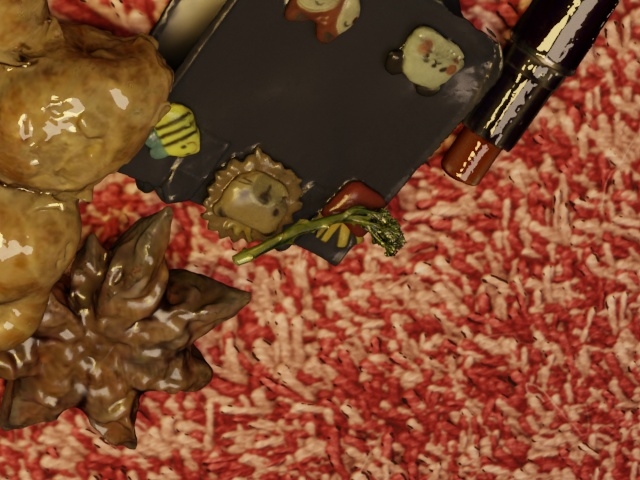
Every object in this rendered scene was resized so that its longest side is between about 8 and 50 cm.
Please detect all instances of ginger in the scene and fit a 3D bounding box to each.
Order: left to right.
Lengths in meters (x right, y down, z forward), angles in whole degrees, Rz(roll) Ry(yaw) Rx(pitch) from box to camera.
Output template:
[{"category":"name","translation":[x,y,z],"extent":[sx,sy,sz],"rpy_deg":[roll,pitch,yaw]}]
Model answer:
[{"category":"ginger","translation":[-0.281,-0.076,1.477],"extent":[0.256,0.176,0.375],"rpy_deg":[13,107,-16]}]

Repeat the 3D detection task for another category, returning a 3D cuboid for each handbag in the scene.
[{"category":"handbag","translation":[-0.020,-0.141,1.610],"extent":[0.303,0.122,0.329],"rpy_deg":[25,109,-36]}]

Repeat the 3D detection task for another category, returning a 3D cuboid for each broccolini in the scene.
[{"category":"broccolini","translation":[0.001,-0.007,1.629],"extent":[0.194,0.054,0.052],"rpy_deg":[-5,104,-26]}]

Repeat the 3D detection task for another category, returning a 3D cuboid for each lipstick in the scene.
[{"category":"lipstick","translation":[0.224,-0.185,1.723],"extent":[0.081,0.081,0.299],"rpy_deg":[23,107,-35]}]

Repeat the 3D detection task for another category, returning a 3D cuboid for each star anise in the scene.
[{"category":"star anise","translation":[-0.226,0.079,1.639],"extent":[0.315,0.108,0.315],"rpy_deg":[-3,130,-4]}]
